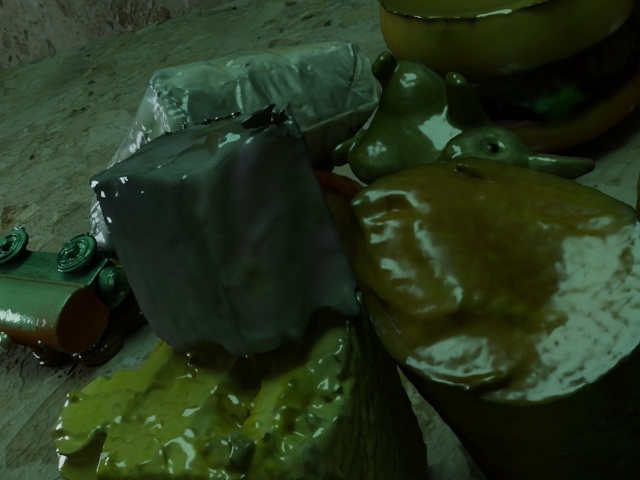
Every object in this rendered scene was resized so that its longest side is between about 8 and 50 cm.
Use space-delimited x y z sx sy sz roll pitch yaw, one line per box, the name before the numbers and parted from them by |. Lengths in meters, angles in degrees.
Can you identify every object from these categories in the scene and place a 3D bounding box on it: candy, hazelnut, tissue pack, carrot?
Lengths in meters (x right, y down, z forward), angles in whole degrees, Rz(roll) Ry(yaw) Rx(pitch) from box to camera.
candy | -0.084 -0.008 0.939 0.185 0.195 0.137 2 29 48
hazelnut | 0.000 0.000 1.417 0.182 0.182 0.182 -17 26 9
tissue pack | -0.126 -0.119 1.525 0.390 0.195 0.375 -21 -14 -29
carrot | 0.194 0.081 0.957 0.241 0.340 0.241 -20 41 18

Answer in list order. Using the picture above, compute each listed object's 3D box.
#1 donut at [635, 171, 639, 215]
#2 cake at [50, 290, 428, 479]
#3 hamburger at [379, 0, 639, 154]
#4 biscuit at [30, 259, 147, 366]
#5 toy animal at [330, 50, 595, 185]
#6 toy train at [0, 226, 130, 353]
donut | 0.461 -0.072 1.304 0.178 0.065 0.162 5 36 41
cake | -0.077 0.202 0.995 0.286 0.227 0.222 -10 29 23
hamburger | 0.274 -0.281 1.604 0.396 0.277 0.395 -13 31 8
biscuit | -0.341 0.102 1.605 0.208 0.041 0.290 -25 25 -5
toy animal | 0.175 -0.097 1.339 0.363 0.180 0.181 39 104 50
toy train | -0.396 0.080 1.536 0.285 0.116 0.177 5 52 38
